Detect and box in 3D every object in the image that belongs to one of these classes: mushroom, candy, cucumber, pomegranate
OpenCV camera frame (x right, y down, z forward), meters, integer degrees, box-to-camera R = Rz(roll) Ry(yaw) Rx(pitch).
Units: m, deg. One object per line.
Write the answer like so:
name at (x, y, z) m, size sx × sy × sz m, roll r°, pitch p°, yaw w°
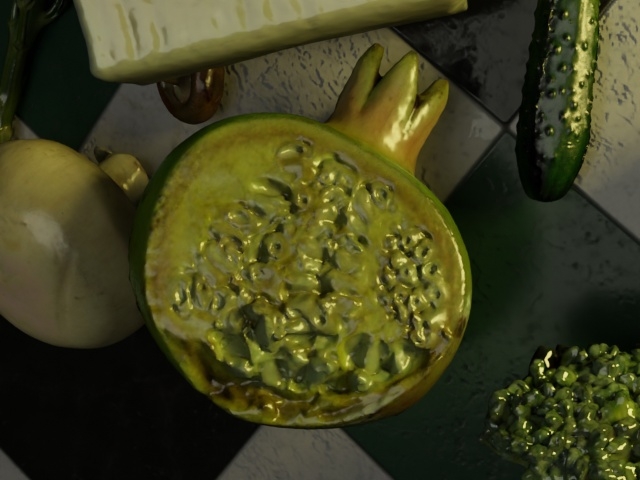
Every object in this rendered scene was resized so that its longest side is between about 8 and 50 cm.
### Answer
mushroom at (-0.151, -0.180, 1.090) m, size 0.129 × 0.073 × 0.088 m, roll 36°, pitch 146°, yaw -11°
mushroom at (-0.262, -0.010, 1.119) m, size 0.246 × 0.202 × 0.246 m, roll 30°, pitch 154°, yaw 16°
candy at (-0.048, -0.271, 0.956) m, size 0.358 × 0.145 × 0.208 m, roll -11°, pitch 96°, yaw 10°
cucumber at (0.210, -0.146, 0.947) m, size 0.069 × 0.069 × 0.227 m, roll 9°, pitch 99°, yaw 22°
pomegranate at (0.000, 0.000, 0.999) m, size 0.309 × 0.216 × 0.359 m, roll 27°, pitch 79°, yaw 7°

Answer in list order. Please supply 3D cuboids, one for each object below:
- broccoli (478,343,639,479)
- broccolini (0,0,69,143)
broccoli at (0.276, 0.218, 0.905) m, size 0.288 × 0.248 × 0.246 m, roll 33°, pitch 134°, yaw 23°
broccolini at (-0.332, -0.184, 1.171) m, size 0.078 × 0.074 × 0.392 m, roll 27°, pitch 108°, yaw 25°
